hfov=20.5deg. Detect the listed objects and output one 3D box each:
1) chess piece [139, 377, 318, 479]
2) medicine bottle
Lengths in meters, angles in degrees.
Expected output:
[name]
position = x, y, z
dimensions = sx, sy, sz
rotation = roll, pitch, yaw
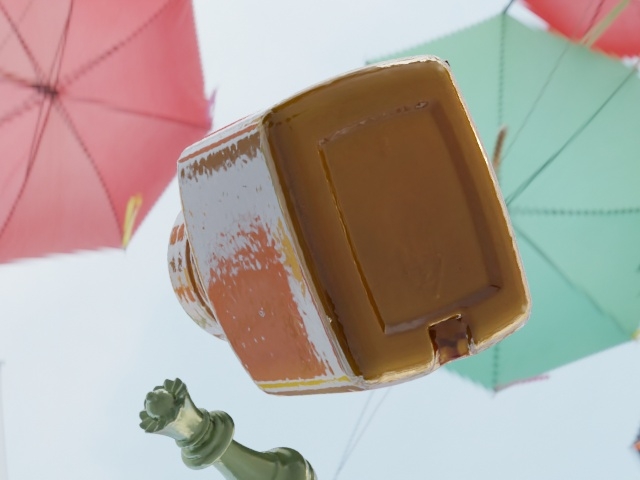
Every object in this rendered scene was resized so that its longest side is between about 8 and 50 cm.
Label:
[chess piece]
position = -0.045, 0.092, 0.776
dimensions = 0.093, 0.042, 0.042
rotation = 41, -112, -32
[medicine bottle]
position = 0.001, 0.000, 0.923
dimensions = 0.112, 0.222, 0.149
rotation = -20, -88, -23
